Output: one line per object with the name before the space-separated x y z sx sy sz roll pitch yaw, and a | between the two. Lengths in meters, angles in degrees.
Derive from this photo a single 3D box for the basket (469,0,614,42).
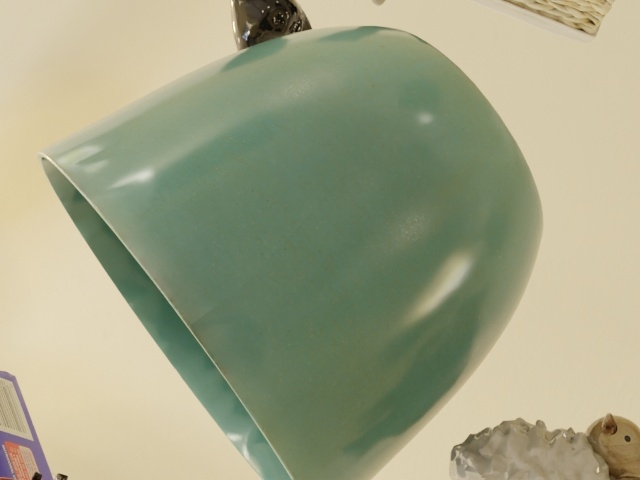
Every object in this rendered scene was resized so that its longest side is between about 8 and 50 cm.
basket | 0.200 -0.273 1.029 0.167 0.103 0.113 21 -116 -4

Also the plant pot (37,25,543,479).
plant pot | 0.000 0.000 0.741 0.235 0.293 0.293 -36 -112 -13

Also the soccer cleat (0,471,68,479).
soccer cleat | -0.135 0.105 0.444 0.083 0.029 0.035 16 -84 -27

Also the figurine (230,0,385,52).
figurine | -0.010 -0.265 0.930 0.215 0.209 0.092 -31 -145 -11

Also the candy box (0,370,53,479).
candy box | -0.369 0.289 0.937 0.317 0.122 0.268 -28 -112 3

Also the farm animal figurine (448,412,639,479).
farm animal figurine | 0.282 0.189 0.735 0.327 0.330 0.172 -2 -124 29
